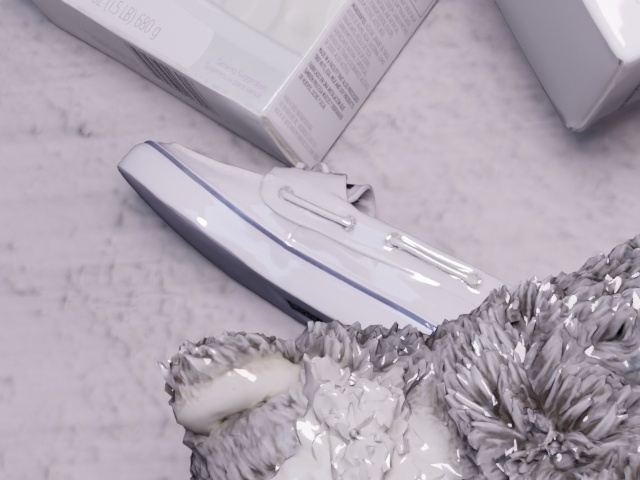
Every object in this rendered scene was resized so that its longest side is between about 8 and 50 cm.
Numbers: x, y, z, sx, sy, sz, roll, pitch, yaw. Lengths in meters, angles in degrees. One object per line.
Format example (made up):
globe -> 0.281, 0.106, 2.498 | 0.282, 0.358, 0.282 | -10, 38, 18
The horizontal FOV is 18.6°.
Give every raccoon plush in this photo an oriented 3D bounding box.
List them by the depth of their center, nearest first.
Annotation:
raccoon plush -> 0.124, 0.046, 1.010 | 0.299, 0.216, 0.446 | 21, 48, 19

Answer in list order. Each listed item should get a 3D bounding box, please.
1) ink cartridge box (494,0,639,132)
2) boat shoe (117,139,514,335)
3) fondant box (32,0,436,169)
ink cartridge box -> 0.243, -0.275, 1.026 | 0.385, 0.160, 0.279 | -28, 81, -6
boat shoe -> 0.000, 0.000, 1.136 | 0.258, 0.095, 0.084 | 32, 78, 18
fondant box -> -0.014, -0.239, 1.231 | 0.238, 0.096, 0.330 | 32, 81, 29
